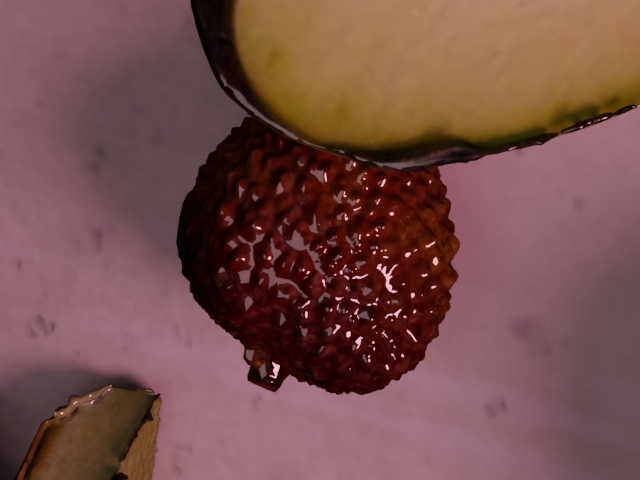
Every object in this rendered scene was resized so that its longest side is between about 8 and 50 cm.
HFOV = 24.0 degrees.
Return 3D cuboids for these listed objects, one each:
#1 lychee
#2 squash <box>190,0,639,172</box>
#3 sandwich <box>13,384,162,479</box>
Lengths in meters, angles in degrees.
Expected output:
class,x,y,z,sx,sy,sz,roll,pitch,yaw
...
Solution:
class,x,y,z,sx,sy,sz,roll,pitch,yaw
lychee,0.001,-0.001,0.629,0.123,0.123,0.129,30,106,11
squash,0.078,-0.124,0.542,0.237,0.155,0.204,35,117,10
sandwich,-0.138,0.223,0.754,0.063,0.245,0.212,15,145,13
